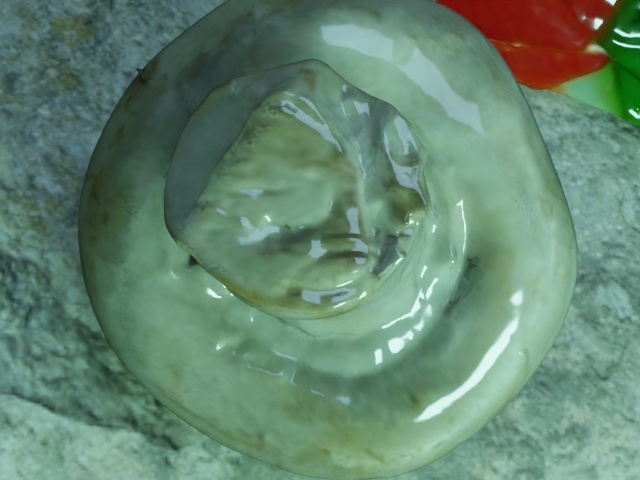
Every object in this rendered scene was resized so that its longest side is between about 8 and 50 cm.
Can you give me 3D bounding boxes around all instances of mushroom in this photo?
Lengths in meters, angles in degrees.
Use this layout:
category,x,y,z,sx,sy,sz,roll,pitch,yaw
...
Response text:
category,x,y,z,sx,sy,sz,roll,pitch,yaw
mushroom,0.000,0.000,0.778,0.297,0.290,0.297,1,96,5

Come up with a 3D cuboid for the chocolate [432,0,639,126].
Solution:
category,x,y,z,sx,sy,sz,roll,pitch,yaw
chocolate,0.266,-0.273,1.031,0.341,0.360,0.161,20,40,-6
